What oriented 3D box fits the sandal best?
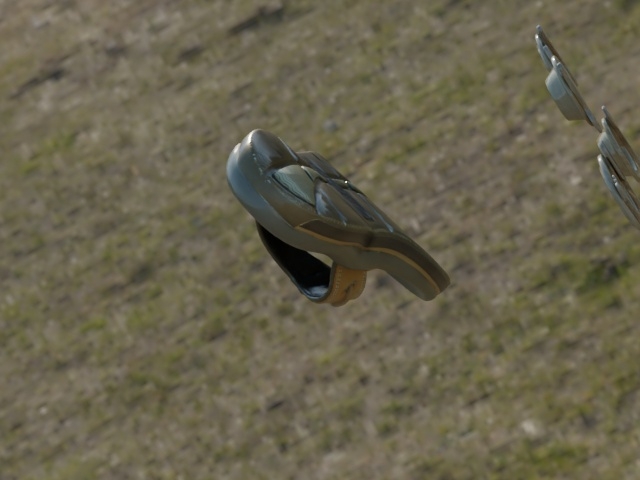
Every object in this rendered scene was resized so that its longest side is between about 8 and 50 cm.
[{"bbox_3d":[0.000,0.000,0.618,0.049,0.072,0.180,-48,-19,8],"label":"sandal"}]

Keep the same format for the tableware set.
[{"bbox_3d":[0.194,-0.080,1.073,0.020,0.141,0.168,-31,16,17],"label":"tableware set"}]
